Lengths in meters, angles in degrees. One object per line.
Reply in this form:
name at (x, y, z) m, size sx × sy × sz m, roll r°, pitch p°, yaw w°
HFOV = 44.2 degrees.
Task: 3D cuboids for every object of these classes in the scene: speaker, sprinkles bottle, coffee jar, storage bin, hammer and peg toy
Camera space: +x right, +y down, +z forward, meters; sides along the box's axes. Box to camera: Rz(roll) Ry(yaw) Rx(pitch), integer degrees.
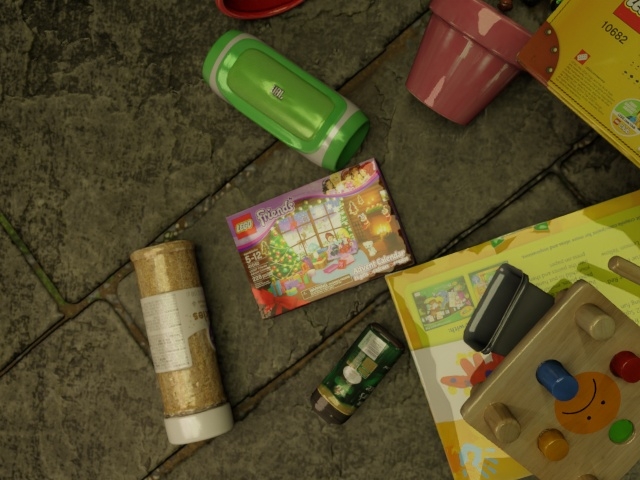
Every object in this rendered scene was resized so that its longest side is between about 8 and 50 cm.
speaker at (-0.062, -0.248, 1.392) m, size 0.296 × 0.131 × 0.131 m, roll 36°, pitch 96°, yaw 10°
sprinkles bottle at (-0.252, 0.181, 1.427) m, size 0.121 × 0.121 × 0.355 m, roll -14°, pitch 86°, yaw 11°
coffee jar at (0.063, 0.234, 1.373) m, size 0.079 × 0.096 × 0.184 m, roll 40°, pitch 98°, yaw 12°
storage bin at (0.288, 0.115, 1.172) m, size 0.091 × 0.098 × 0.135 m, roll 27°, pitch 94°, yaw -16°
hammer and peg toy at (0.393, 0.175, 1.085) m, size 0.266 × 0.127 × 0.361 m, roll 38°, pitch 98°, yaw -13°

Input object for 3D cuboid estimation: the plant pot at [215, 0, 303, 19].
plant pot at (-0.113, -0.508, 1.379) m, size 0.191 × 0.191 × 0.174 m, roll -20°, pitch 77°, yaw 11°

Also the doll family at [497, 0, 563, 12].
doll family at (0.376, -0.433, 1.332) m, size 0.193 × 0.076 × 0.111 m, roll 10°, pitch 96°, yaw 17°

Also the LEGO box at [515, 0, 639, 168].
LEGO box at (0.552, -0.137, 1.073) m, size 0.500 × 0.372 × 0.193 m, roll 48°, pitch 112°, yaw 21°

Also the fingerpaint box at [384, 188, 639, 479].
fingerpaint box at (0.379, 0.157, 1.274) m, size 0.445 × 0.163 × 0.371 m, roll -20°, pitch 84°, yaw 11°

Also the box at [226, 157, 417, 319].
box at (0.000, 0.000, 1.409) m, size 0.293 × 0.057 × 0.201 m, roll -22°, pitch 84°, yaw 11°

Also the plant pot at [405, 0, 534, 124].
plant pot at (0.242, -0.301, 1.306) m, size 0.201 × 0.201 × 0.180 m, roll 36°, pitch 112°, yaw 10°
